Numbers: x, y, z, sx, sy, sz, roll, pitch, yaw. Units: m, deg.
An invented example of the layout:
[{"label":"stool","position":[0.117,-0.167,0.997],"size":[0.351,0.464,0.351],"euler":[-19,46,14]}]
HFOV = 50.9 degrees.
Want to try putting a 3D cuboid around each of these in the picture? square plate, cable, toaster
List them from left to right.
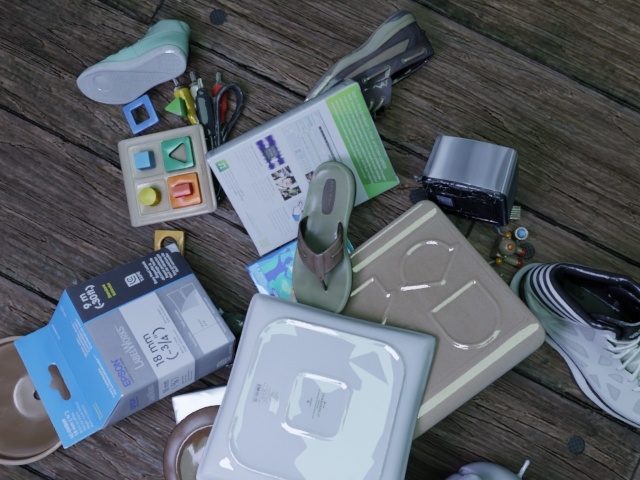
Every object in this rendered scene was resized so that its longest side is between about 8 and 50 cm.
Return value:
[{"label":"cable","position":[-0.221,-0.215,1.404],"size":[0.139,0.072,0.287],"euler":[-9,95,-19]},{"label":"square plate","position":[-0.006,0.286,1.149],"size":[0.344,0.049,0.347],"euler":[13,73,9]},{"label":"toaster","position":[0.289,-0.115,1.306],"size":[0.168,0.185,0.110],"euler":[14,76,22]}]

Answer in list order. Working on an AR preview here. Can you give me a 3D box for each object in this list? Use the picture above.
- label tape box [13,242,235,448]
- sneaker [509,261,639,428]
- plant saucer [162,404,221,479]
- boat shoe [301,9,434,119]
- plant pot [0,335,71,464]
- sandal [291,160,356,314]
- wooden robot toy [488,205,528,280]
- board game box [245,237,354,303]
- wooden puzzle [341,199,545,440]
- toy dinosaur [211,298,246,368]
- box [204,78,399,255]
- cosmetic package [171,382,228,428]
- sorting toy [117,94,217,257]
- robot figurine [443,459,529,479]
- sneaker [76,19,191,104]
[{"label":"label tape box","position":[-0.359,0.182,1.229],"size":[0.334,0.106,0.240],"euler":[-26,65,-26]},{"label":"sneaker","position":[0.559,0.209,1.243],"size":[0.447,0.257,0.169],"euler":[42,84,4]},{"label":"plant saucer","position":[-0.183,0.393,1.186],"size":[0.199,0.036,0.198],"euler":[0,83,1]},{"label":"boat shoe","position":[0.093,-0.314,1.367],"size":[0.355,0.132,0.130],"euler":[-44,85,-4]},{"label":"plant pot","position":[-0.562,0.300,1.294],"size":[0.237,0.110,0.237],"euler":[0,83,-2]},{"label":"sandal","position":[-0.001,-0.001,1.252],"size":[0.120,0.086,0.302],"euler":[2,88,18]},{"label":"wooden robot toy","position":[0.384,0.011,1.355],"size":[0.076,0.079,0.173],"euler":[20,84,2]},{"label":"board game box","position":[-0.021,0.074,1.358],"size":[0.210,0.047,0.160],"euler":[-28,84,-3]},{"label":"wooden puzzle","position":[0.183,0.143,1.251],"size":[0.322,0.080,0.348],"euler":[-37,64,2]},{"label":"toy dinosaur","position":[-0.128,0.201,1.319],"size":[0.268,0.064,0.118],"euler":[17,114,16]},{"label":"box","position":[-0.031,-0.141,1.322],"size":[0.322,0.058,0.232],"euler":[-27,117,-1]},{"label":"cosmetic package","position":[-0.141,0.379,1.274],"size":[0.224,0.138,0.224],"euler":[-11,82,-2]},{"label":"sorting toy","position":[-0.314,-0.129,1.351],"size":[0.196,0.047,0.347],"euler":[-11,89,12]},{"label":"robot figurine","position":[0.257,0.540,1.213],"size":[0.353,0.300,0.200],"euler":[-30,39,-15]},{"label":"sneaker","position":[-0.380,-0.376,1.405],"size":[0.256,0.094,0.151],"euler":[-13,45,18]}]
